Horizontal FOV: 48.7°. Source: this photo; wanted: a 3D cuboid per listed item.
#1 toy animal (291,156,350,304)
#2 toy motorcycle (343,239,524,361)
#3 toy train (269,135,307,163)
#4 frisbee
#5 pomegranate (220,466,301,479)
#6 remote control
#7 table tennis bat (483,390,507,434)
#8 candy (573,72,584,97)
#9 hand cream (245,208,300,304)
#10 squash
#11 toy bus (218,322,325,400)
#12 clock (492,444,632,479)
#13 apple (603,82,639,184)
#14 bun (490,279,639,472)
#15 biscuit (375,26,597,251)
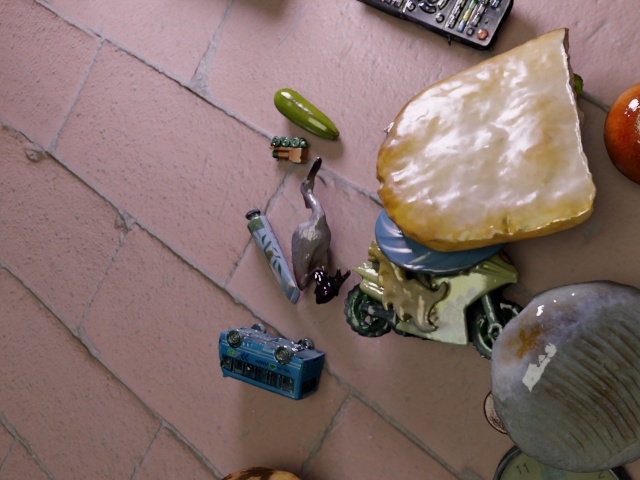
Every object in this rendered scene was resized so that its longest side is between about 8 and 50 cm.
[{"bbox_3d":[-0.014,-0.007,1.644,0.195,0.091,0.324,-29,66,52],"label":"toy animal"},{"bbox_3d":[0.239,0.112,1.464,0.410,0.169,0.236,6,87,29],"label":"toy motorcycle"},{"bbox_3d":[-0.079,-0.224,1.741,0.103,0.044,0.064,8,100,29],"label":"toy train"},{"bbox_3d":[0.249,-0.048,1.439,0.290,0.049,0.289,-11,41,9],"label":"frisbee"},{"bbox_3d":[-0.127,0.662,1.564,0.322,0.322,0.322,-3,85,29],"label":"pomegranate"},{"bbox_3d":[0.234,-0.540,1.580,0.399,0.062,0.144,32,102,25],"label":"remote control"},{"bbox_3d":[0.403,0.362,1.439,0.155,0.019,0.098,35,102,29],"label":"table tennis bat"},{"bbox_3d":[0.509,-0.241,1.419,0.062,0.058,0.193,168,92,-68],"label":"candy"},{"bbox_3d":[-0.112,0.034,1.725,0.256,0.055,0.088,60,155,19],"label":"hand cream"},{"bbox_3d":[-0.034,-0.303,1.710,0.201,0.066,0.066,37,104,19],"label":"squash"},{"bbox_3d":[-0.123,0.286,1.681,0.246,0.113,0.134,12,98,27],"label":"toy bus"},{"bbox_3d":[0.464,0.512,1.358,0.281,0.055,0.280,1,92,28],"label":"clock"},{"bbox_3d":[0.634,-0.193,1.268,0.235,0.173,0.210,-5,84,27],"label":"apple"},{"bbox_3d":[0.467,0.236,1.266,0.211,0.362,0.361,-146,73,-71],"label":"bun"},{"bbox_3d":[0.316,-0.166,1.374,0.446,0.104,0.429,-20,57,22],"label":"biscuit"}]
